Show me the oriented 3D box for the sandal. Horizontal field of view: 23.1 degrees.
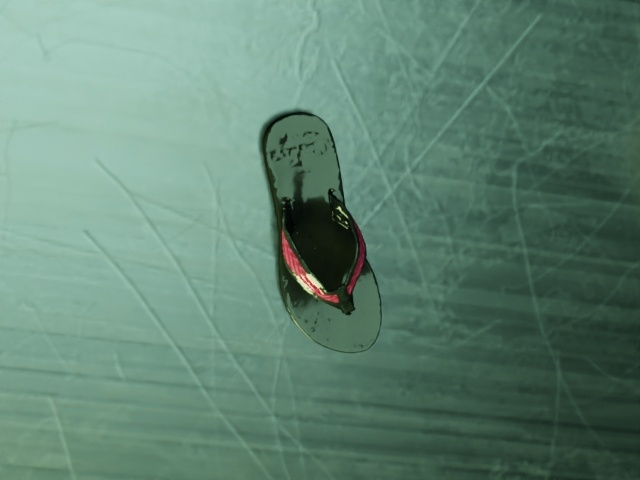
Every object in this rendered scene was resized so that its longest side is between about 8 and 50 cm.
[{"bbox_3d":[0.000,0.000,1.091,0.067,0.040,0.179,-18,106,-10],"label":"sandal"}]
